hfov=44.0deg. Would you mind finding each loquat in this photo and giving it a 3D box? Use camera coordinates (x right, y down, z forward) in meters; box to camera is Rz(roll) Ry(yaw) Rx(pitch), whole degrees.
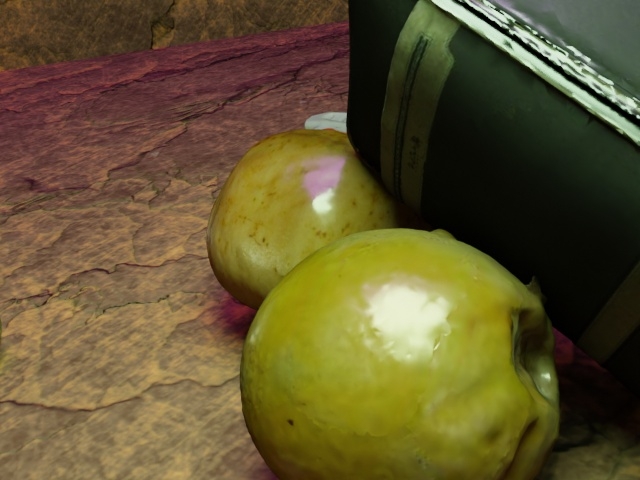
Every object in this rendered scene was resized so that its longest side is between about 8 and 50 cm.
[{"bbox_3d":[0.055,0.105,0.598,0.244,0.243,0.244,-6,25,3],"label":"loquat"}]

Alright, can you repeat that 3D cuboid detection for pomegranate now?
[{"bbox_3d":[0.000,0.000,0.826,0.248,0.248,0.248,-6,25,3],"label":"pomegranate"}]

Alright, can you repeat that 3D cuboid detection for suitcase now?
[{"bbox_3d":[0.201,-0.064,0.604,0.194,0.283,0.434,-41,69,-17],"label":"suitcase"}]

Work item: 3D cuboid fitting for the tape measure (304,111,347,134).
[{"bbox_3d":[0.064,-0.093,1.117,0.258,0.130,0.265,5,33,29],"label":"tape measure"}]

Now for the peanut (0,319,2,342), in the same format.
[{"bbox_3d":[-0.466,0.105,0.842,0.237,0.120,0.110,-8,64,-15],"label":"peanut"}]
